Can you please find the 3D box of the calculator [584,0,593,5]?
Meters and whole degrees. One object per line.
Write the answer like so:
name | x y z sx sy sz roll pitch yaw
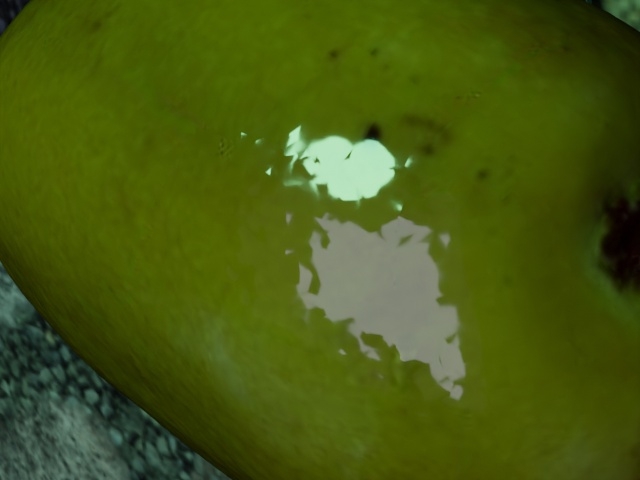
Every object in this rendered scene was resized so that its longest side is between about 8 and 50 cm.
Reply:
calculator | 0.061 -0.100 0.698 0.172 0.018 0.057 -9 106 42

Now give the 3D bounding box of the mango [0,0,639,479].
mango | 0.000 0.000 0.650 0.445 0.232 0.300 16 148 42
